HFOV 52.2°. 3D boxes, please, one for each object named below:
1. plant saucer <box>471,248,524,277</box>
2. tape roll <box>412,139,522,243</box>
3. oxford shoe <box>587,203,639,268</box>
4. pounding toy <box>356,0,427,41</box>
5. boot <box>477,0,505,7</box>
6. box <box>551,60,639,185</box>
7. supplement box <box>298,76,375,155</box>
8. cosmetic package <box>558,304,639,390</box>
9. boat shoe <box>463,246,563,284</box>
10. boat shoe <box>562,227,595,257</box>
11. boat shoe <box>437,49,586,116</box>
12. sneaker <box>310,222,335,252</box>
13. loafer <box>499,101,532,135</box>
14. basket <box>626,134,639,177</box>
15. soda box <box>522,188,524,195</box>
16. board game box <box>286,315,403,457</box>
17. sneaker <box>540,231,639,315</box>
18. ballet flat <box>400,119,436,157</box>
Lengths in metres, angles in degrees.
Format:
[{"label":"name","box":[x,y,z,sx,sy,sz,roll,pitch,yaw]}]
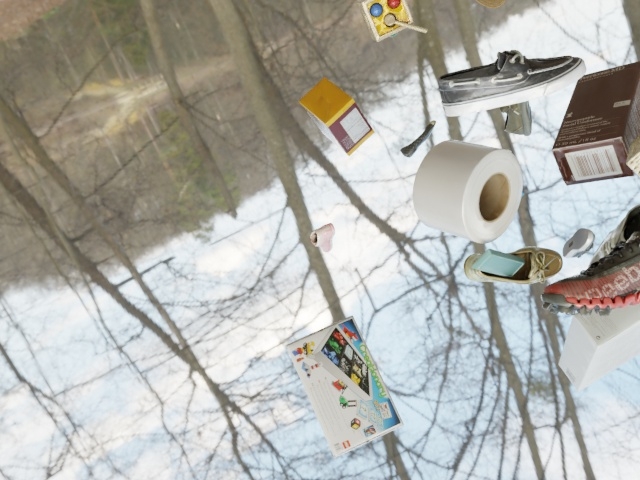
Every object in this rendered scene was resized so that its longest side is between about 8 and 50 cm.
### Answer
[{"label":"plant saucer","box":[0.464,0.062,1.689,0.192,0.018,0.067,12,125,-46]},{"label":"tape roll","box":[0.382,-0.128,1.691,0.246,0.246,0.169,-32,-146,-28]},{"label":"oxford shoe","box":[0.815,0.026,1.740,0.130,0.169,0.449,-12,154,-16]},{"label":"pounding toy","box":[0.189,-0.593,1.731,0.130,0.141,0.100,-26,-157,3]},{"label":"boot","box":[0.335,-0.614,1.458,0.073,0.197,0.152,-41,-155,27]},{"label":"box","box":[0.807,-0.335,1.852,0.191,0.143,0.381,-7,-143,40]},{"label":"supplement box","box":[0.058,-0.438,2.318,0.129,0.194,0.191,-43,-132,0]},{"label":"cosmetic package","box":[0.738,0.210,1.586,0.284,0.377,0.097,-28,-121,-2]},{"label":"boat shoe","box":[0.532,0.075,1.758,0.285,0.104,0.089,-6,-176,-12]},{"label":"boat shoe","box":[0.577,0.008,1.442,0.040,0.049,0.142,8,165,2]},{"label":"boat shoe","box":[0.400,-0.352,1.384,0.301,0.102,0.108,-11,-152,19]},{"label":"sneaker","box":[0.000,0.000,1.937,0.070,0.051,0.134,-24,155,-20]},{"label":"loafer","box":[0.529,-0.390,1.808,0.087,0.251,0.094,-4,-139,23]},{"label":"basket","box":[0.826,-0.214,1.592,0.113,0.103,0.167,-50,178,39]},{"label":"soda box","box":[0.624,-0.136,2.278,0.067,0.071,0.210,6,148,-13]},{"label":"board game box","box":[0.059,0.369,1.673,0.193,0.305,0.053,-23,163,-6]},{"label":"sneaker","box":[0.506,0.057,1.110,0.276,0.135,0.097,-8,177,0]},{"label":"ballet flat","box":[0.363,-0.380,2.409,0.173,0.049,0.057,-48,167,0]}]
